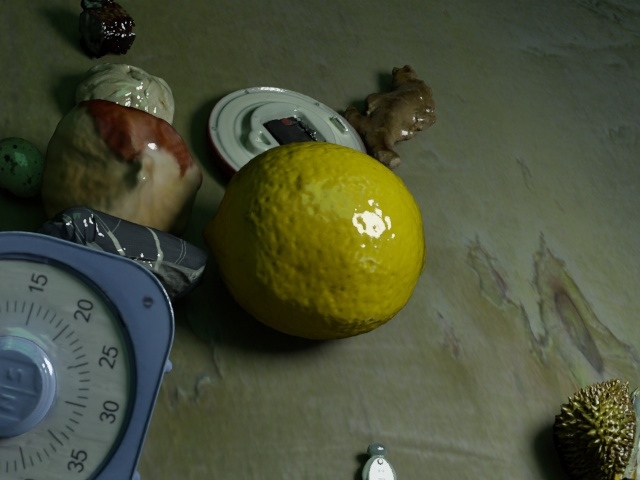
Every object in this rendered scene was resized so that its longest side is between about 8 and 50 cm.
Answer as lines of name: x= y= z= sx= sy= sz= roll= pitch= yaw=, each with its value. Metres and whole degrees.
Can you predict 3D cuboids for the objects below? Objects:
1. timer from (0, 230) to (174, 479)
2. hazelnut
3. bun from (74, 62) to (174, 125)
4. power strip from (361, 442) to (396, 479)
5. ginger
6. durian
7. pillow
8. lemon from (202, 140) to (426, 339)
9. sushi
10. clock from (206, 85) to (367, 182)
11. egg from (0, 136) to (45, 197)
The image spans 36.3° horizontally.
timer: x=-0.380 y=0.170 z=1.160 sx=0.395 sy=0.173 sz=0.395 roll=1 pitch=85 yaw=-12
hazelnut: x=-0.309 y=-0.090 z=1.518 sx=0.261 sy=0.241 sz=0.261 roll=-2 pitch=93 yaw=-38
bun: x=-0.348 y=-0.257 z=1.757 sx=0.183 sy=0.102 sz=0.183 roll=12 pitch=48 yaw=-14
power strip: x=0.083 y=0.343 z=1.447 sx=0.055 sy=0.035 sz=0.083 roll=7 pitch=59 yaw=-19
ginger: x=0.147 y=-0.259 z=2.020 sx=0.166 sy=0.080 sz=0.333 roll=22 pitch=48 yaw=17
durian: x=0.443 y=0.333 z=1.534 sx=0.237 sy=0.138 sz=0.193 roll=-36 pitch=109 yaw=-63
pillow: x=-0.283 y=0.033 z=1.393 sx=0.335 sy=0.161 sz=0.092 roll=20 pitch=52 yaw=-54
lemon: x=-0.002 y=-0.001 z=1.525 sx=0.336 sy=0.336 sz=0.336 roll=14 pitch=45 yaw=-14
sushi: x=-0.412 y=-0.405 z=1.873 sx=0.084 sy=0.094 sz=0.098 roll=-19 pitch=59 yaw=-40
clock: x=-0.060 y=-0.184 z=1.842 sx=0.318 sy=0.080 sz=0.318 roll=14 pitch=44 yaw=-14
egg: x=-0.483 y=-0.115 z=1.567 sx=0.110 sy=0.085 sz=0.085 roll=44 pitch=45 yaw=6
